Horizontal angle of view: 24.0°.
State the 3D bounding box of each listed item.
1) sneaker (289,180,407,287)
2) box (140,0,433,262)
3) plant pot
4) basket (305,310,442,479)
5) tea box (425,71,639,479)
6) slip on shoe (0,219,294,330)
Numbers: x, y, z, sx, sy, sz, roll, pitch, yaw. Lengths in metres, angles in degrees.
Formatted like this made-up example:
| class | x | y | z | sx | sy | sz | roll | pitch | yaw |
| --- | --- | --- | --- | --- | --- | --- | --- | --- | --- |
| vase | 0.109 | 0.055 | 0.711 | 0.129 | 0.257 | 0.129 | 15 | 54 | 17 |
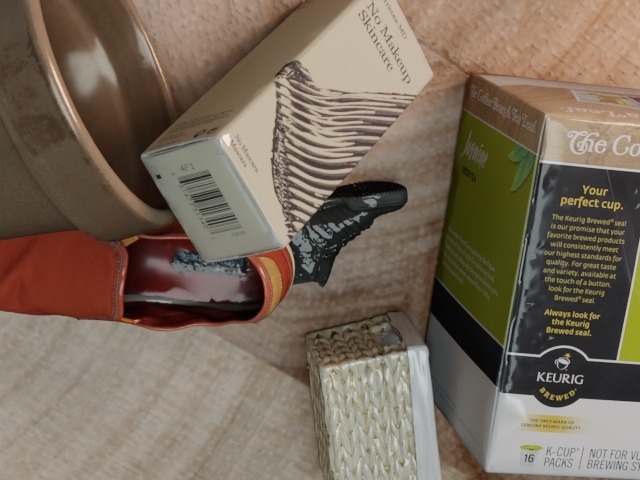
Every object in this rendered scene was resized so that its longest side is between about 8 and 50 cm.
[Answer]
| class | x | y | z | sx | sy | sz | roll | pitch | yaw |
| --- | --- | --- | --- | --- | --- | --- | --- | --- | --- |
| sneaker | 0.000 | 0.001 | 1.394 | 0.170 | 0.051 | 0.089 | -9 | 107 | -4 |
| box | -0.020 | -0.105 | 1.252 | 0.113 | 0.094 | 0.275 | 59 | 45 | -21 |
| plant pot | -0.265 | -0.096 | 1.223 | 0.229 | 0.263 | 0.263 | -21 | 109 | 12 |
| basket | 0.049 | 0.165 | 1.416 | 0.103 | 0.113 | 0.167 | -10 | 107 | -7 |
| tea box | 0.294 | 0.032 | 1.374 | 0.328 | 0.220 | 0.324 | 5 | 105 | -14 |
| slip on shoe | -0.188 | 0.022 | 1.322 | 0.331 | 0.101 | 0.123 | 5 | 106 | -2 |
